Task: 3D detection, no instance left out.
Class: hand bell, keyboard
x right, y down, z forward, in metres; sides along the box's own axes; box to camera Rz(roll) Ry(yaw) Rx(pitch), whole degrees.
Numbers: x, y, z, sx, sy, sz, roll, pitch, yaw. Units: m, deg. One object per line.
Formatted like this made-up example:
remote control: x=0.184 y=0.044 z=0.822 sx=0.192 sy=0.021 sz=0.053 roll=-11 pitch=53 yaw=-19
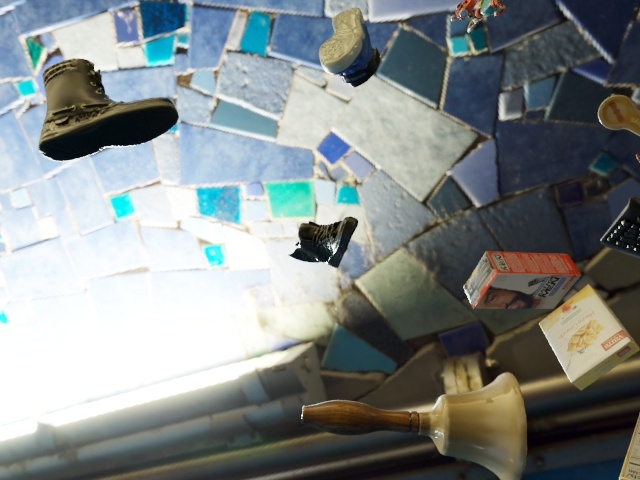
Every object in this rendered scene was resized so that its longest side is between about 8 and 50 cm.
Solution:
hand bell: x=0.099 y=0.211 z=0.690 sx=0.241 sy=0.126 sz=0.126 roll=3 pitch=-170 yaw=1
keyboard: x=0.658 y=0.000 z=0.983 sx=0.317 sy=0.202 sz=0.033 roll=19 pitch=-129 yaw=7

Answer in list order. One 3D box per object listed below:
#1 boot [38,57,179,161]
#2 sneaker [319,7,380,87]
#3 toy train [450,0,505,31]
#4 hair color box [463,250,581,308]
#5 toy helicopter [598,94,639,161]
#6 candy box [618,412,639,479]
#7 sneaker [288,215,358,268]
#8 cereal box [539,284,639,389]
boot: x=-0.371 y=-0.245 z=1.026 sx=0.236 sy=0.179 sz=0.085 roll=-16 pitch=153 yaw=0
sneaker: x=0.041 y=-0.228 z=0.760 sx=0.058 sy=0.085 sz=0.152 roll=-14 pitch=-143 yaw=18
toy train: x=0.360 y=-0.519 z=1.338 sx=0.125 sy=0.046 sz=0.166 roll=-48 pitch=-155 yaw=29
hair color box: x=0.339 y=0.069 z=1.008 sx=0.167 sy=0.093 sz=0.053 roll=3 pitch=-135 yaw=-18
toy helicopter: x=0.799 y=-0.218 z=1.368 sx=0.355 sy=0.235 sz=0.140 roll=37 pitch=-149 yaw=27
candy box: x=0.508 y=0.359 z=0.888 sx=0.087 sy=0.183 sz=0.316 roll=6 pitch=-163 yaw=34
sneaker: x=0.001 y=-0.002 z=0.954 sx=0.051 sy=0.089 sz=0.170 roll=-62 pitch=176 yaw=-26
cereal box: x=0.670 y=0.240 z=1.509 sx=0.173 sy=0.047 sz=0.240 roll=-45 pitch=-160 yaw=20
